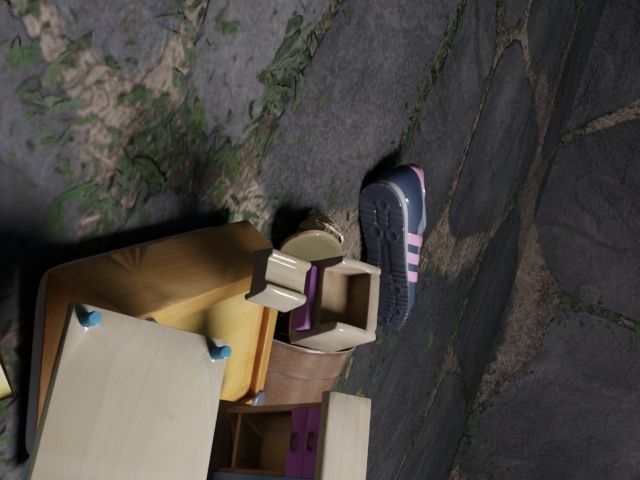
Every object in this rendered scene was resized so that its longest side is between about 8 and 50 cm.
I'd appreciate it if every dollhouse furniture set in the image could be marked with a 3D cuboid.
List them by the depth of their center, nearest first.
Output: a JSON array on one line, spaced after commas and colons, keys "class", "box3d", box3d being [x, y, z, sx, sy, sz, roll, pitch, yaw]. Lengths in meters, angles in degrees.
[{"class": "dollhouse furniture set", "box3d": [-0.134, 0.134, 0.610, 0.303, 0.198, 0.287, 20, 67, -34]}]

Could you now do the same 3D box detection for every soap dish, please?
[{"class": "soap dish", "box3d": [-0.157, 0.114, 0.758, 0.291, 0.118, 0.229, -19, 125, -58]}]

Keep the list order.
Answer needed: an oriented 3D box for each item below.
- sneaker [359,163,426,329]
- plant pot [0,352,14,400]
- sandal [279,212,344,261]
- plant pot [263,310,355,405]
[{"class": "sneaker", "box3d": [0.142, 0.014, 1.273, 0.131, 0.112, 0.319, -41, 143, -40]}, {"class": "plant pot", "box3d": [-0.280, 0.062, 0.496, 0.095, 0.134, 0.134, -19, 130, -24]}, {"class": "sandal", "box3d": [-0.006, 0.001, 1.047, 0.240, 0.088, 0.079, 60, 23, -66]}, {"class": "plant pot", "box3d": [-0.054, 0.186, 0.955, 0.167, 0.167, 0.165, -2, 111, -62]}]
